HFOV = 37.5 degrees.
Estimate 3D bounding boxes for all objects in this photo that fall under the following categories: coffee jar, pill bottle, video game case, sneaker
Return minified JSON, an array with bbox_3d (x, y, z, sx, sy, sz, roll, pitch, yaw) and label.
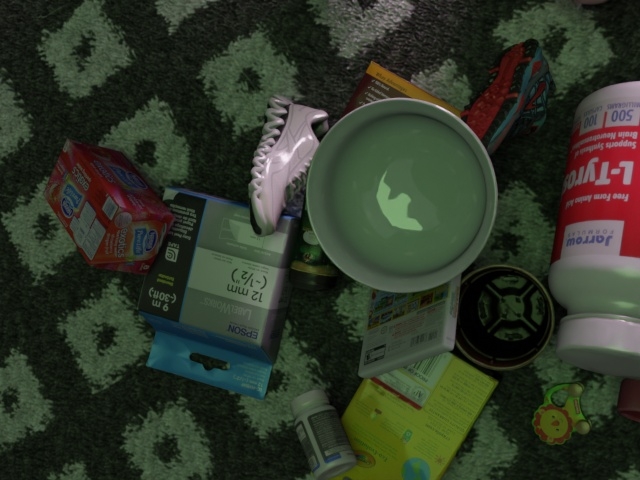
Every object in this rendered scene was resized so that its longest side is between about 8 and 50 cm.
[{"bbox_3d":[0.000,0.000,1.667,0.079,0.096,0.184,12,93,17],"label":"coffee jar"},{"bbox_3d":[0.469,-0.010,1.411,0.229,0.229,0.407,8,73,16],"label":"pill bottle"},{"bbox_3d":[0.148,0.108,1.547,0.227,0.026,0.206,-31,42,52],"label":"video game case"},{"bbox_3d":[-0.056,-0.131,1.629,0.118,0.110,0.292,10,56,2],"label":"sneaker"},{"bbox_3d":[0.320,-0.210,1.520,0.104,0.262,0.125,-10,128,48],"label":"sneaker"},{"bbox_3d":[0.002,0.327,1.591,0.078,0.078,0.137,-30,63,13],"label":"pill bottle"}]

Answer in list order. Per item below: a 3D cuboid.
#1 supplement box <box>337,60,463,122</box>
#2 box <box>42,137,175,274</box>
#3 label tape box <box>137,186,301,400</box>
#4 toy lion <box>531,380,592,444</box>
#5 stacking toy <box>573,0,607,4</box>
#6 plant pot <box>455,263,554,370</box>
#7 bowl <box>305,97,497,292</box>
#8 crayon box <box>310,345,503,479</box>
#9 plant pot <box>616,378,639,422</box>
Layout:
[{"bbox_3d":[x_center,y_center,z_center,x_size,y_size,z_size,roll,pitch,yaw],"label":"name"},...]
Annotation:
[{"bbox_3d":[0.131,-0.168,1.614,0.191,0.129,0.194,32,98,14],"label":"supplement box"},{"bbox_3d":[-0.386,-0.063,1.702,0.257,0.123,0.128,45,112,42],"label":"box"},{"bbox_3d":[-0.189,0.098,1.711,0.249,0.115,0.347,14,92,15],"label":"label tape box"},{"bbox_3d":[0.402,0.292,1.586,0.096,0.034,0.100,-11,86,23],"label":"toy lion"},{"bbox_3d":[0.556,-0.603,1.458,0.480,0.350,0.350,-22,83,-5],"label":"stacking toy"},{"bbox_3d":[0.303,0.116,1.542,0.167,0.165,0.166,1,92,17],"label":"plant pot"},{"bbox_3d":[0.138,-0.073,1.468,0.298,0.134,0.297,3,98,20],"label":"bowl"},{"bbox_3d":[0.146,0.318,1.629,0.202,0.081,0.318,32,97,14],"label":"crayon box"},{"bbox_3d":[0.577,0.200,1.462,0.201,0.201,0.180,11,77,16],"label":"plant pot"}]
